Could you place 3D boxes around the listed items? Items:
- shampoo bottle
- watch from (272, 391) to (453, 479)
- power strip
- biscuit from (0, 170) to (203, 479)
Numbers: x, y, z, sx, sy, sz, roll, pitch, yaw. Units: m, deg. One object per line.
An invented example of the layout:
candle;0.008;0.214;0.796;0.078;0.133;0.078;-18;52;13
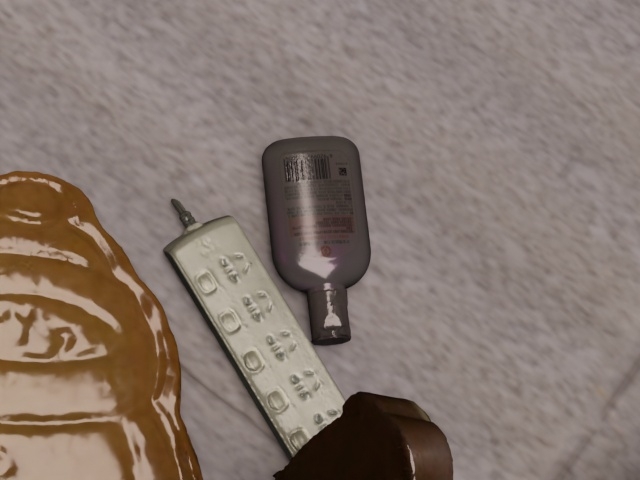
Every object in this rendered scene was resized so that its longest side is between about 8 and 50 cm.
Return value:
shampoo bottle;0.000;0.000;1.412;0.080;0.040;0.165;-3;75;-13
watch;-0.050;0.292;1.160;0.327;0.314;0.335;-2;59;-34
power strip;-0.049;0.071;1.388;0.060;0.027;0.252;-29;81;-17
biscuit;-0.251;0.122;1.322;0.312;0.057;0.351;-6;76;-14
